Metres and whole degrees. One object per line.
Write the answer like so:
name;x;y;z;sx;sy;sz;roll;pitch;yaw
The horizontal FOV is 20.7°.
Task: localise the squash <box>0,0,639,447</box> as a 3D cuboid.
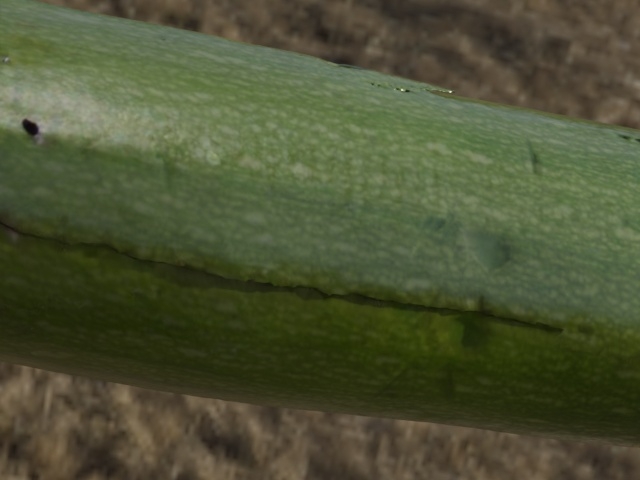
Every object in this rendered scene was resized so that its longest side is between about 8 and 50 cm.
squash;0.000;0.000;0.345;0.239;0.069;0.069;10;28;-17
